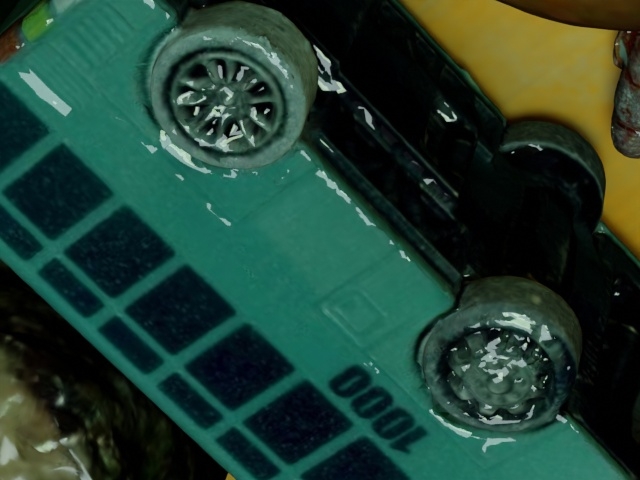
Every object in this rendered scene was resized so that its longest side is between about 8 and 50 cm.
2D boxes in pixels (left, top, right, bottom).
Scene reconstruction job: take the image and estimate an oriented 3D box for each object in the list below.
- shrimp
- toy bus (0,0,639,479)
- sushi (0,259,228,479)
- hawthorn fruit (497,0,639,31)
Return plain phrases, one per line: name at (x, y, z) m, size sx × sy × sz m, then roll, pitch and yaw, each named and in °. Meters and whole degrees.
shrimp at (0.111, -0.063, 0.631) m, size 0.029 × 0.038 × 0.092 m, roll -24°, pitch 127°, yaw -24°
toy bus at (0.000, 0.000, 0.644) m, size 0.147 × 0.128 × 0.256 m, roll -33°, pitch 110°, yaw 31°
sushi at (-0.197, 0.120, 0.743) m, size 0.350 × 0.171 × 0.211 m, roll -19°, pitch 117°, yaw 22°
hawthorn fruit at (0.055, -0.180, 0.477) m, size 0.248 × 0.208 × 0.208 m, roll 39°, pitch 125°, yaw 4°
